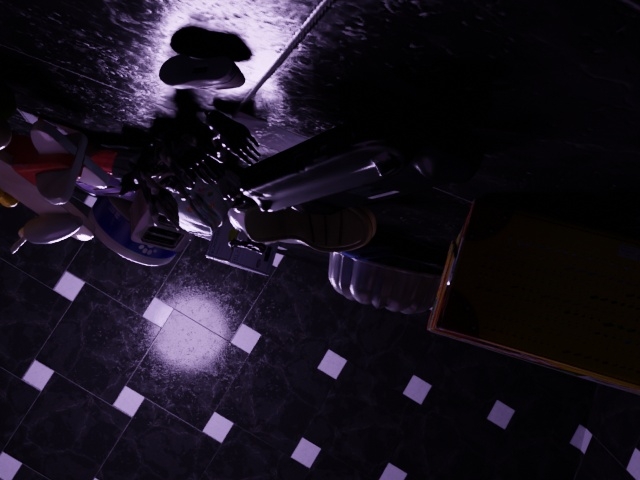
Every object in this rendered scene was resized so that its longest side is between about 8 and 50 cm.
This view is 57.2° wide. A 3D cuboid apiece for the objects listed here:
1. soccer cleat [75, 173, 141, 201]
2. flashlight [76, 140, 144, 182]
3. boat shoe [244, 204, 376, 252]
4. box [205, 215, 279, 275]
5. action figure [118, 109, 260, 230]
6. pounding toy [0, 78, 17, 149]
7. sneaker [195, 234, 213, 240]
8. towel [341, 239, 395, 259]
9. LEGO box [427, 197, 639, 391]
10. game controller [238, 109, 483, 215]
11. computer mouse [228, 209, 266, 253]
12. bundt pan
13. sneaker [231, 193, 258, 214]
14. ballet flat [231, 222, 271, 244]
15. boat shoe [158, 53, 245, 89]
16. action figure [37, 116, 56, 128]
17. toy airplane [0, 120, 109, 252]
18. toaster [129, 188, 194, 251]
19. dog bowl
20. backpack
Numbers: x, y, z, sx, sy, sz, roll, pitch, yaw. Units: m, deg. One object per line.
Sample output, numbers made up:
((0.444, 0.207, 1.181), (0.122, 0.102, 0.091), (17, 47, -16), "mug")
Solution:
((-0.497, -0.153, 1.524), (0.117, 0.108, 0.318), (-16, 151, 42), "soccer cleat")
((-0.458, -0.162, 1.247), (0.304, 0.103, 0.103), (13, 170, 42), "flashlight")
((-0.010, -0.042, 1.153), (0.303, 0.113, 0.103), (7, -167, 38), "boat shoe")
((-0.230, 0.006, 1.835), (0.087, 0.169, 0.290), (15, 173, 21), "box")
((-0.200, -0.095, 0.870), (0.140, 0.164, 0.276), (60, 153, -12), "action figure")
((-0.549, -0.222, 0.849), (0.183, 0.110, 0.236), (-11, -135, -22), "pounding toy")
((-0.400, -0.074, 1.893), (0.296, 0.104, 0.147), (29, -179, -27), "sneaker")
((0.000, 0.000, 1.497), (0.336, 0.040, 0.243), (14, -173, 28), "towel")
((0.436, 0.121, 0.906), (0.501, 0.193, 0.372), (16, 174, 11), "LEGO box")
((0.032, -0.079, 0.694), (0.167, 0.067, 0.319), (0, 175, -33), "game controller")
((-0.192, -0.041, 1.419), (0.106, 0.042, 0.192), (18, 139, 25), "computer mouse")
((0.169, 0.107, 1.570), (0.331, 0.124, 0.331), (13, -174, -1), "bundt pan")
((-0.231, -0.112, 1.216), (0.235, 0.078, 0.106), (13, 171, 1), "sneaker")
((-0.172, -0.030, 1.687), (0.091, 0.077, 0.241), (-31, 146, 29), "ballet flat")
((-0.119, -0.166, 0.595), (0.100, 0.035, 0.035), (6, 166, 30), "boat shoe")
((-0.585, -0.238, 1.254), (0.038, 0.030, 0.115), (12, 170, -10), "action figure")
((-0.616, -0.116, 1.129), (0.386, 0.272, 0.384), (32, 160, -16), "toy airplane")
((-0.389, -0.073, 1.490), (0.186, 0.110, 0.168), (17, 131, -34), "toaster")
((-0.505, -0.055, 1.658), (0.265, 0.104, 0.265), (34, -160, -14), "dog bowl")
((-0.241, -0.093, 1.080), (0.152, 0.115, 0.182), (20, 159, 34), "backpack")
